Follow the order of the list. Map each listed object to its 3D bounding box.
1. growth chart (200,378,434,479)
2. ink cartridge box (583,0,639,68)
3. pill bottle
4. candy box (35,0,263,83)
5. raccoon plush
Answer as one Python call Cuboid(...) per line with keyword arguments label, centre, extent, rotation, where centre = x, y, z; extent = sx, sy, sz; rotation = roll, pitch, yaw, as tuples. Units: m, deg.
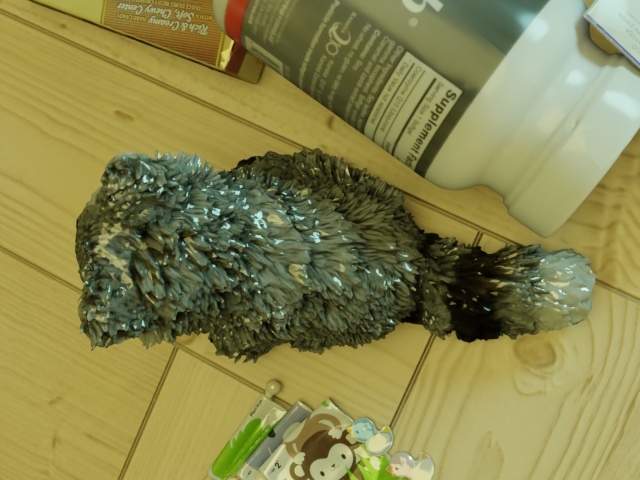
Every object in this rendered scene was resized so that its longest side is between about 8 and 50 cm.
Cuboid(label="growth chart", centre=(0.005, 0.248, 1.056), extent=(0.237, 0.021, 0.172), rotation=(31, 98, 17))
Cuboid(label="ink cartridge box", centre=(0.347, -0.192, 0.872), extent=(0.206, 0.045, 0.208), rotation=(41, 82, -6))
Cuboid(label="pill bottle", centre=(0.103, -0.176, 0.922), extent=(0.363, 0.210, 0.210), rotation=(36, 100, 6))
Cuboid(label="candy box", centre=(-0.185, -0.306, 1.101), extent=(0.316, 0.087, 0.183), rotation=(23, 96, 18))
Cuboid(label="raccoon plush", centre=(0.000, 0.000, 0.917), extent=(0.446, 0.299, 0.216), rotation=(-7, 86, 19))
